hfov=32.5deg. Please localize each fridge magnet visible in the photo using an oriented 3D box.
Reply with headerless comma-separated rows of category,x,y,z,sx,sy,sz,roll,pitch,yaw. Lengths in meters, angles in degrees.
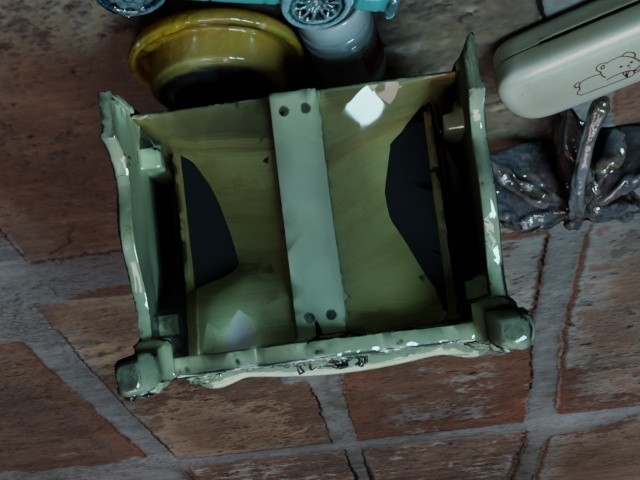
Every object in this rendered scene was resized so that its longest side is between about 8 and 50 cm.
fridge magnet,-0.083,-0.141,0.882,0.143,0.063,0.143,-3,163,-1

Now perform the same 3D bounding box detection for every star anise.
star anise,0.246,-0.061,1.068,0.209,0.089,0.231,-25,159,19

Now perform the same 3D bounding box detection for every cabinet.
cabinet,0.000,0.000,0.879,0.289,0.228,0.318,-7,175,3

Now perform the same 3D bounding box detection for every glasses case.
glasses case,0.240,-0.163,0.914,0.196,0.050,0.083,-21,151,28

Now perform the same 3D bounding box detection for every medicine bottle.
medicine bottle,0.016,-0.162,0.866,0.058,0.058,0.091,-11,152,11

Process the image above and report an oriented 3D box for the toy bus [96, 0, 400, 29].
toy bus,-0.068,-0.223,0.663,0.256,0.128,0.147,0,150,-15
